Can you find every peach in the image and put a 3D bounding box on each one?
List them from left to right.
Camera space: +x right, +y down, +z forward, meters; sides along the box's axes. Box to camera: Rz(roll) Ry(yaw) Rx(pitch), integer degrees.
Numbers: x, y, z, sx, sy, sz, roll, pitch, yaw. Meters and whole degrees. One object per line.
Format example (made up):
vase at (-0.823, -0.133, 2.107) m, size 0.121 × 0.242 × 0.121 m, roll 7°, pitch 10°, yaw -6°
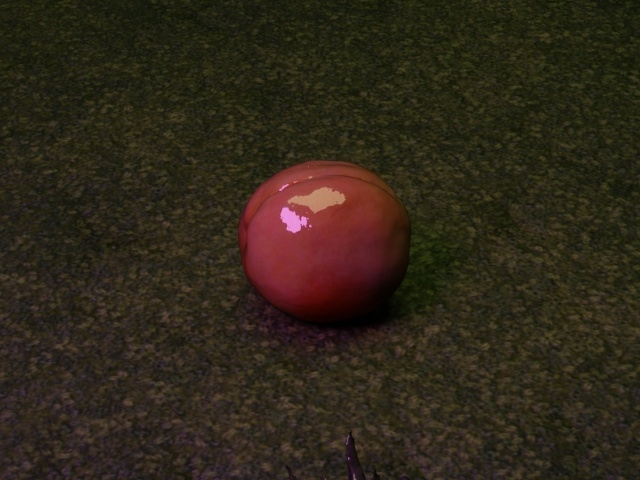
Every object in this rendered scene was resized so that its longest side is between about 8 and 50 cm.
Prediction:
peach at (0.000, 0.000, 1.600) m, size 0.184 × 0.184 × 0.184 m, roll -1°, pitch 34°, yaw 0°

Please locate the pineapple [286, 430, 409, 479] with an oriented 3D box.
pineapple at (0.066, 0.289, 1.205) m, size 0.165 × 0.166 × 0.364 m, roll -17°, pitch 29°, yaw -23°
